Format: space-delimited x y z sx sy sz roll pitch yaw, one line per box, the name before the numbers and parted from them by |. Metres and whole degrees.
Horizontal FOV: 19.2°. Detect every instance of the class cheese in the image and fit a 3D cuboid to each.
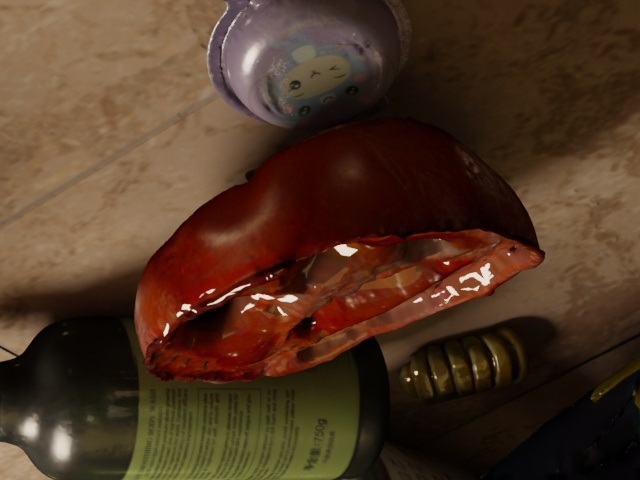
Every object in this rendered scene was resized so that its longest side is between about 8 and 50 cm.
cheese | -0.014 -0.110 0.930 0.105 0.042 0.191 -23 143 8

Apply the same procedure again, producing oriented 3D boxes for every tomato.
tomato | 0.001 -0.004 1.020 0.228 0.101 0.228 -17 167 -4

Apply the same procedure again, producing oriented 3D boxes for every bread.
bread | 0.096 0.086 1.257 0.088 0.034 0.049 -13 140 -2

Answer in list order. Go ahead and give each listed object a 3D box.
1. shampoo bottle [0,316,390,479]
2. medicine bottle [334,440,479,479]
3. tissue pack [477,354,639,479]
shampoo bottle | -0.103 0.096 1.133 0.283 0.101 0.101 1 142 -22
medicine bottle | 0.054 0.228 1.326 0.165 0.165 0.273 -34 145 25
tissue pack | 0.343 0.162 1.191 0.416 0.264 0.253 -37 144 9
